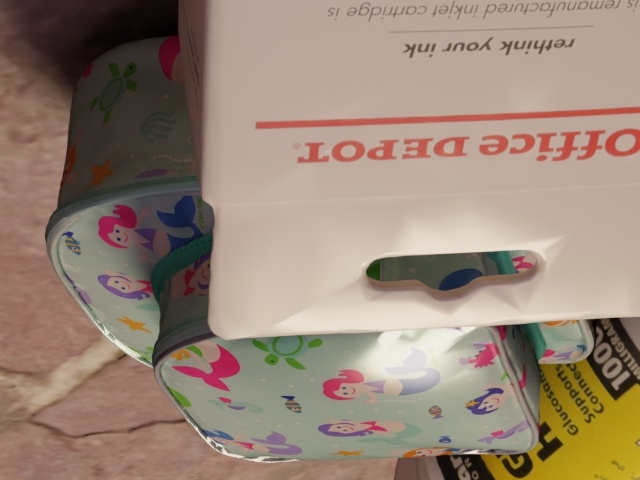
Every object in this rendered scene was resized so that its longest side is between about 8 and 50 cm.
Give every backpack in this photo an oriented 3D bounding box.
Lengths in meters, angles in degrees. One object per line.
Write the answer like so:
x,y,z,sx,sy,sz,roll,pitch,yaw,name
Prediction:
0.000,0.000,0.944,0.254,0.191,0.225,3,154,16,backpack

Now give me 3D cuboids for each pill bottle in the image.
0.175,0.092,1.158,0.188,0.188,0.334,6,147,-24,pill bottle

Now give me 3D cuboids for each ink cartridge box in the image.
0.053,-0.130,0.716,0.207,0.119,0.353,-3,133,-9,ink cartridge box
